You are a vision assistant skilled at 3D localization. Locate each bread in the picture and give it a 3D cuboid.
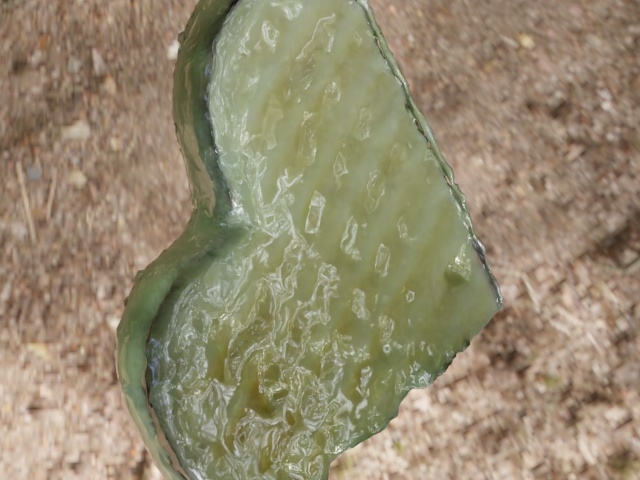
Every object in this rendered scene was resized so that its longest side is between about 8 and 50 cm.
[{"bbox_3d":[0.000,0.000,0.649,0.172,0.064,0.232,9,88,-35],"label":"bread"}]
